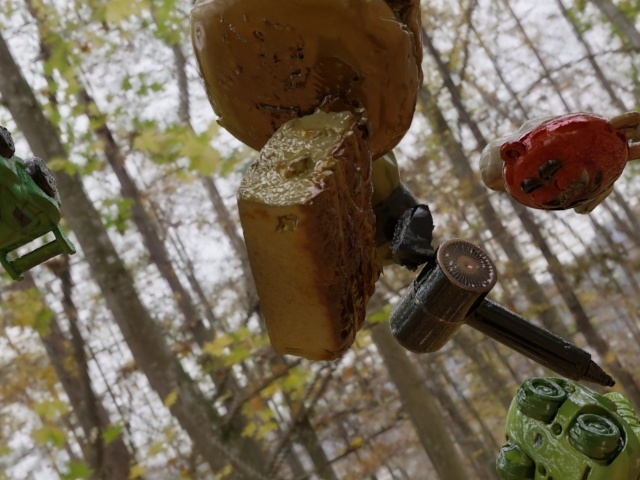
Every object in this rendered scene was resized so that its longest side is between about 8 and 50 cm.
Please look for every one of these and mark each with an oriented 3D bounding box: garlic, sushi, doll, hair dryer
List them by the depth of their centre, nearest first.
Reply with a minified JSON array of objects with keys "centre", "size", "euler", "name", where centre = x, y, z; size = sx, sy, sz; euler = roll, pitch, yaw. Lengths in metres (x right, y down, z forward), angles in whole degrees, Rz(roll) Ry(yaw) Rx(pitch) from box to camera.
[{"centre":[0.277,-0.082,1.070],"size":[0.217,0.085,0.183],"euler":[7,-37,-44],"name":"doll"},{"centre":[0.137,-0.003,1.540],"size":[0.056,0.083,0.084],"euler":[11,-22,-8],"name":"sushi"},{"centre":[0.291,0.154,1.581],"size":[0.189,0.352,0.107],"euler":[-58,3,44],"name":"hair dryer"},{"centre":[0.335,-0.129,1.609],"size":[0.174,0.124,0.099],"euler":[-19,-8,-9],"name":"garlic"}]

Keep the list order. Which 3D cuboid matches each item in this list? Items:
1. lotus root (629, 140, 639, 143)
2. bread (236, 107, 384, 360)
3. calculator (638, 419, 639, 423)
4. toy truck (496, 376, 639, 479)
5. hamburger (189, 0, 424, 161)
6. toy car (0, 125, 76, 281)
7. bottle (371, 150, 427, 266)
[{"centre":[0.434,-0.113,1.289],"size":[0.037,0.083,0.030],"euler":[-52,14,5],"name":"lotus root"},{"centre":[0.000,0.000,1.193],"size":[0.274,0.114,0.185],"euler":[83,-153,-43],"name":"bread"},{"centre":[0.582,0.268,1.625],"size":[0.268,0.040,0.177],"euler":[16,-64,-47],"name":"calculator"},{"centre":[0.348,0.263,1.298],"size":[0.210,0.148,0.187],"euler":[5,22,-20],"name":"toy truck"},{"centre":[-0.017,-0.230,1.288],"size":[0.284,0.174,0.304],"euler":[7,-41,17],"name":"hamburger"},{"centre":[-0.627,-0.068,1.952],"size":[0.213,0.176,0.358],"euler":[-25,-21,3],"name":"toy car"},{"centre":[0.036,-0.114,1.625],"size":[0.171,0.351,0.171],"euler":[-33,12,8],"name":"bottle"}]
